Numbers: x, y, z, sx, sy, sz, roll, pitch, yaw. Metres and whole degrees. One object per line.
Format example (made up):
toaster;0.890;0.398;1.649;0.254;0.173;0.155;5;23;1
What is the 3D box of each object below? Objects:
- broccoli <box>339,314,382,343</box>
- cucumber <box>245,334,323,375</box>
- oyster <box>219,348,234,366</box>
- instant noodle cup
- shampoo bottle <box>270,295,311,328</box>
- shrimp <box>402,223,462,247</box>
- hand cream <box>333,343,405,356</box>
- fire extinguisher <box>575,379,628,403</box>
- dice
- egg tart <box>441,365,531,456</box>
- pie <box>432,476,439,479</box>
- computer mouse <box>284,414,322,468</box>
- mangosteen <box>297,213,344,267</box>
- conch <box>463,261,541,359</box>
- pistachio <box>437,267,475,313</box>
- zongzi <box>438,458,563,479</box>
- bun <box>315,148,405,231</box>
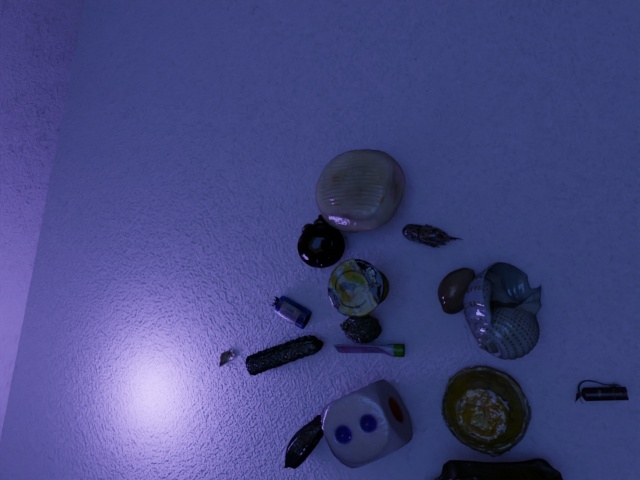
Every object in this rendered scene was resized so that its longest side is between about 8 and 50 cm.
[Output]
broccoli;0.156;0.339;1.811;0.162;0.146;0.138;-10;42;8
cucumber;-0.146;0.469;1.933;0.359;0.096;0.096;-25;76;17
oyster;-0.423;0.522;2.072;0.093;0.034;0.051;-33;90;4
instant noodle cup;0.163;0.181;1.764;0.215;0.236;0.216;-2;84;22
shampoo bottle;-0.131;0.297;1.968;0.183;0.050;0.087;27;97;21
shrimp;0.427;-0.021;1.770;0.232;0.079;0.090;8;50;19
hand cream;0.191;0.428;1.816;0.275;0.050;0.079;-3;120;20
fire extinguisher;0.926;0.503;1.541;0.157;0.045;0.078;-10;53;21
dice;0.172;0.669;1.705;0.251;0.259;0.243;-32;72;17
egg tart;0.575;0.601;1.625;0.314;0.120;0.315;-2;85;22
pie;0.475;0.992;1.654;0.302;0.067;0.303;-2;85;19
computer mouse;-0.050;0.769;1.829;0.087;0.168;0.295;37;96;22
mangosteen;0.000;0.000;1.887;0.194;0.194;0.231;-20;53;18
conch;0.611;0.240;1.593;0.303;0.319;0.215;52;135;0
pistachio;0.499;0.180;1.699;0.124;0.124;0.185;40;95;20
zongzi;0.573;0.938;1.510;0.402;0.208;0.433;4;92;-4
bun;0.164;-0.183;1.818;0.360;0.213;0.361;-11;65;24
